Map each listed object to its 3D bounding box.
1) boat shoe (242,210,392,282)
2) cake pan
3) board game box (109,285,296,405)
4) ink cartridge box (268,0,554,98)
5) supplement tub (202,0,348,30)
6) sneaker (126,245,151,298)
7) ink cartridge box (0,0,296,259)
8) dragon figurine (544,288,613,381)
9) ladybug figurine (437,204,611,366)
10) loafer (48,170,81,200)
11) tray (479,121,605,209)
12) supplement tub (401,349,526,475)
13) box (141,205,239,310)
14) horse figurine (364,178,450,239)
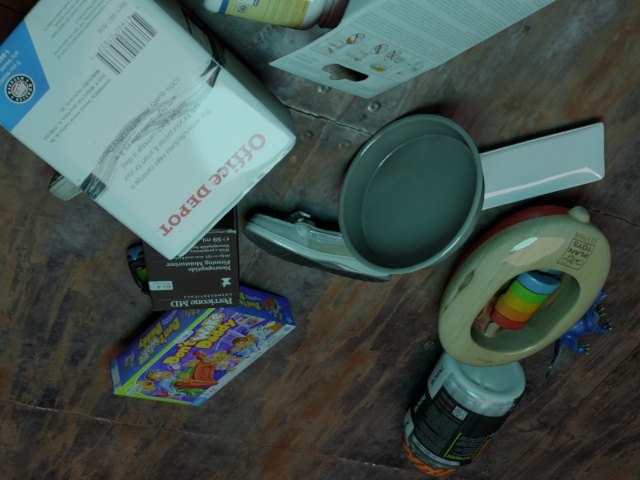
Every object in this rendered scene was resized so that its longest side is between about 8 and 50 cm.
[{"bbox_3d":[0.002,0.000,1.641,0.320,0.103,0.118,16,168,-18],"label":"boat shoe"},{"bbox_3d":[0.162,-0.077,1.463,0.293,0.293,0.054,-36,145,24],"label":"cake pan"},{"bbox_3d":[-0.256,0.225,1.788,0.233,0.078,0.347,19,130,-43],"label":"board game box"},{"bbox_3d":[0.145,-0.353,1.244,0.385,0.091,0.308,-24,166,30],"label":"ink cartridge box"},{"bbox_3d":[-0.064,-0.389,1.219,0.199,0.144,0.144,8,132,-15],"label":"supplement tub"},{"bbox_3d":[-0.338,0.091,1.685,0.067,0.078,0.188,-18,136,8],"label":"sneaker"},{"bbox_3d":[-0.272,-0.208,1.260,0.285,0.166,0.395,-42,112,14],"label":"ink cartridge box"},{"bbox_3d":[0.563,0.197,1.910,0.144,0.085,0.289,21,127,-25],"label":"dragon figurine"},{"bbox_3d":[0.408,0.083,1.725,0.305,0.162,0.449,17,129,-22],"label":"ladybug figurine"},{"bbox_3d":[-0.327,-0.149,1.435,0.319,0.112,0.111,-28,123,17],"label":"loafer"},{"bbox_3d":[0.406,-0.144,1.600,0.270,0.030,0.145,-14,133,6],"label":"tray"},{"bbox_3d":[0.328,0.402,1.989,0.207,0.207,0.338,9,131,-16],"label":"supplement tub"},{"bbox_3d":[-0.236,0.002,1.552,0.168,0.167,0.203,-3,134,-5],"label":"box"},{"bbox_3d":[0.151,-0.065,1.553,0.263,0.174,0.066,-31,137,29],"label":"horse figurine"}]
